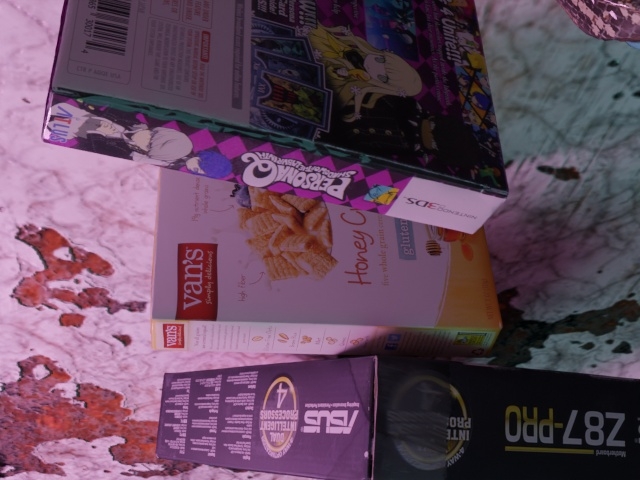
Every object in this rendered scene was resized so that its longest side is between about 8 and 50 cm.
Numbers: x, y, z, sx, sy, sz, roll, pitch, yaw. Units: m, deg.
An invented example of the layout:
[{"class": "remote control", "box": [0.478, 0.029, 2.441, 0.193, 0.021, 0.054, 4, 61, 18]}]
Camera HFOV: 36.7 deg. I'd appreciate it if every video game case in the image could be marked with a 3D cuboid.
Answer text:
[{"class": "video game case", "box": [-0.019, -0.125, 0.486, 0.210, 0.232, 0.042, 11, 143, -19]}]

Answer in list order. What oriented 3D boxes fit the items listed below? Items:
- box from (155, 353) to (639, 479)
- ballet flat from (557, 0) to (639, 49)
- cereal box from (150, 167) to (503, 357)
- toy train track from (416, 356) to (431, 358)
[{"class": "box", "box": [0.073, 0.162, 0.843, 0.318, 0.097, 0.395, 12, 166, -29]}, {"class": "ballet flat", "box": [0.305, -0.254, 0.420, 0.482, 0.164, 0.182, -23, 124, 27]}, {"class": "cereal box", "box": [0.000, 0.000, 0.702, 0.240, 0.173, 0.047, 2, 143, -9]}, {"class": "toy train track", "box": [0.127, 0.115, 0.995, 0.048, 0.014, 0.083, 28, 134, -34]}]
